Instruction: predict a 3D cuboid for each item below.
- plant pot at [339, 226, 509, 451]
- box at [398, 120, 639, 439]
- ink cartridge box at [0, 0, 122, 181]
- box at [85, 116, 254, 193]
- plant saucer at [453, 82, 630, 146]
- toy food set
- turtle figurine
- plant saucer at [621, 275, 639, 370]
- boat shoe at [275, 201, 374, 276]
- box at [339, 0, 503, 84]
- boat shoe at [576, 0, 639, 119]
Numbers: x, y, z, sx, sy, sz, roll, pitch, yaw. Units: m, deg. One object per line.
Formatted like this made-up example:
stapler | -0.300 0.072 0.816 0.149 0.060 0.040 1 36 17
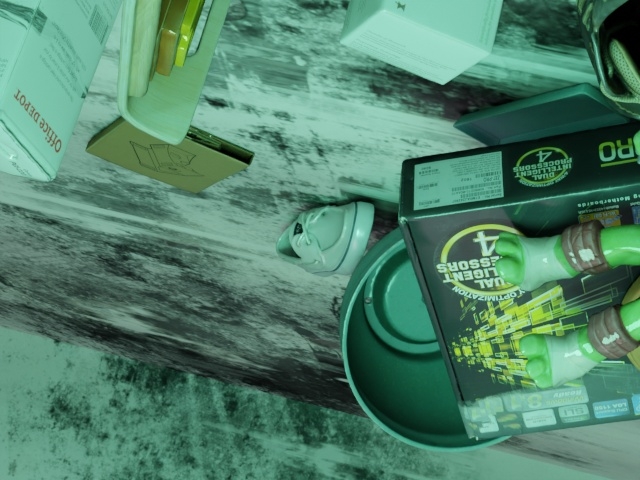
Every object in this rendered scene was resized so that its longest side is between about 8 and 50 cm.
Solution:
plant pot | 0.153 0.093 1.759 0.293 0.293 0.196 20 -170 -14
box | 0.297 0.034 1.304 0.394 0.097 0.318 -9 134 13
ink cartridge box | -0.271 -0.184 1.283 0.092 0.218 0.158 12 163 13
box | -0.195 -0.113 1.788 0.164 0.021 0.201 22 161 -21
plant saucer | 0.218 -0.122 1.389 0.067 0.018 0.192 26 162 -30
toy food set | -0.068 -0.214 1.003 0.092 0.220 0.306 17 163 -5
turtle figurine | 0.258 0.021 1.087 0.266 0.275 0.198 -23 108 34
plant saucer | 0.369 0.078 1.250 0.200 0.037 0.200 1 133 1
boat shoe | 0.000 0.000 1.846 0.084 0.095 0.258 15 163 -13
box | 0.085 -0.197 1.122 0.102 0.101 0.087 19 163 -17
boat shoe | 0.246 -0.160 1.044 0.132 0.130 0.355 11 163 15
